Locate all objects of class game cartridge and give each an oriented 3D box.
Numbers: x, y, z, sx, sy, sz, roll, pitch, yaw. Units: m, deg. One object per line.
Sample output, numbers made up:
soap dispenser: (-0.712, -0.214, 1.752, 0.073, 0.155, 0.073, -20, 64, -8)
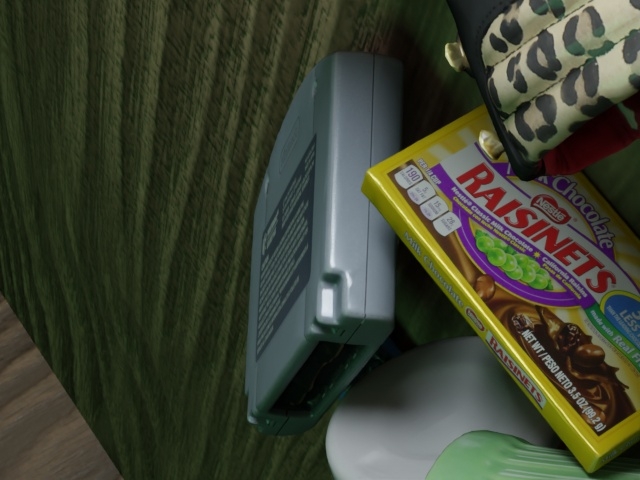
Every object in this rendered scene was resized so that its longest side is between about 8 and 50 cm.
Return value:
game cartridge: (0.000, 0.000, 1.303, 0.297, 0.062, 0.198, 122, 156, -68)

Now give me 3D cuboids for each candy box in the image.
candy box: (0.124, 0.017, 1.074, 0.206, 0.105, 0.027, 52, 156, 21)

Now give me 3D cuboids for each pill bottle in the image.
pill bottle: (0.117, 0.219, 1.334, 0.161, 0.161, 0.283, 35, 151, 52)

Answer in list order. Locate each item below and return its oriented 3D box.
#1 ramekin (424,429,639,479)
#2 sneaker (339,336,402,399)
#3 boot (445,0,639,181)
ramekin: (0.149, 0.257, 1.074, 0.148, 0.303, 0.303, -1, 130, 22)
sneaker: (0.051, 0.112, 1.528, 0.209, 0.069, 0.082, 47, -166, 10)
boot: (0.055, -0.160, 0.860, 0.284, 0.138, 0.377, 64, 155, 6)
